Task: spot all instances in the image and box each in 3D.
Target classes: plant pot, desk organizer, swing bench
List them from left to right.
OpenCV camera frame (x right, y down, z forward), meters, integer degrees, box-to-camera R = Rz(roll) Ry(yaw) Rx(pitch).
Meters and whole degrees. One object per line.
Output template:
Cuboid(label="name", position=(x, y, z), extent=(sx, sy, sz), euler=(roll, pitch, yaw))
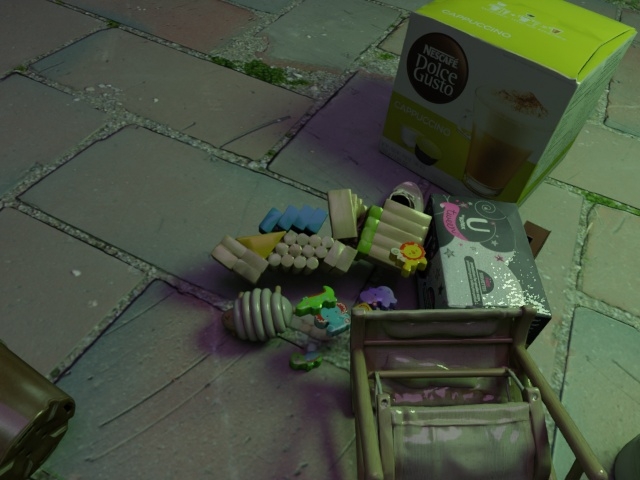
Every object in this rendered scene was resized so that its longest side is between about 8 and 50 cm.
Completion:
Cuboid(label="plant pot", position=(-0.405, 0.204, 0.616), extent=(0.165, 0.166, 0.167), euler=(29, 49, 8))
Cuboid(label="swing bench", position=(0.170, 0.222, 0.666), extent=(0.254, 0.165, 0.254), euler=(-1, 39, 0))
Cuboid(label="desk organizer", position=(0.389, 0.019, 0.986), extent=(0.050, 0.047, 0.130), euler=(30, 50, 21))

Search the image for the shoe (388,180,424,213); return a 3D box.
Cuboid(label="shoe", position=(0.163, -0.053, 1.009), extent=(0.077, 0.058, 0.219), euler=(17, 47, 7))

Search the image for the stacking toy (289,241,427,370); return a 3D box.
Cuboid(label="stacking toy", position=(0.050, 0.101, 0.771), extent=(0.221, 0.166, 0.052), euler=(-20, 52, -24))

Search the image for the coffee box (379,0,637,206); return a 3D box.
Cuboid(label="coffee box", position=(0.379, -0.313, 1.099), extent=(0.338, 0.334, 0.338), euler=(35, 51, 23))

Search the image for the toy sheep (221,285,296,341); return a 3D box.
Cuboid(label="toy sheep", position=(-0.089, 0.113, 0.796), extent=(0.132, 0.091, 0.091), euler=(-13, 48, 4))

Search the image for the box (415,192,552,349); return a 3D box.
Cuboid(label="box", position=(0.253, 0.056, 0.864), extent=(0.164, 0.142, 0.247), euler=(7, 46, -3))

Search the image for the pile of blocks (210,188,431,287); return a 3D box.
Cuboid(label="pile of blocks", position=(0.000, 0.000, 0.882), extent=(0.363, 0.112, 0.148), euler=(-3, 79, -8))

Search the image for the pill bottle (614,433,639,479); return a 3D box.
Cuboid(label="pill bottle", position=(0.511, 0.236, 0.584), extent=(0.205, 0.360, 0.204), euler=(5, 47, -5))
